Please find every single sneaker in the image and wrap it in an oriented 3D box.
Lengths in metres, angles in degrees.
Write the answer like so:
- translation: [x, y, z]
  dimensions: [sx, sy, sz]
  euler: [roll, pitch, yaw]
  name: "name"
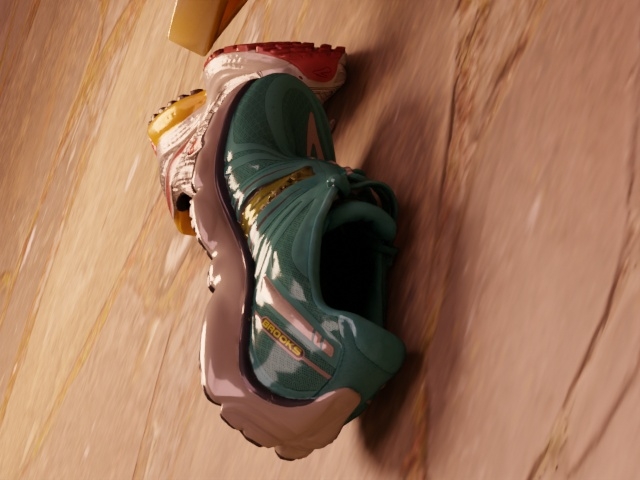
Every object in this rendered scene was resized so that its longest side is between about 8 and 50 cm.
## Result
- translation: [-0.042, -0.067, 1.287]
  dimensions: [0.225, 0.088, 0.093]
  euler: [141, 123, -60]
  name: "sneaker"
- translation: [0.000, 0.000, 1.083]
  dimensions: [0.110, 0.107, 0.275]
  euler: [-39, 36, 26]
  name: "sneaker"

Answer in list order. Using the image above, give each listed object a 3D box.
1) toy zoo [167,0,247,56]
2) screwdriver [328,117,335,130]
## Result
- translation: [-0.023, -0.244, 1.251]
  dimensions: [0.293, 0.030, 0.192]
  euler: [-58, -6, -48]
  name: "toy zoo"
- translation: [-0.028, -0.008, 1.273]
  dimensions: [0.170, 0.025, 0.024]
  euler: [-55, 22, 20]
  name: "screwdriver"
